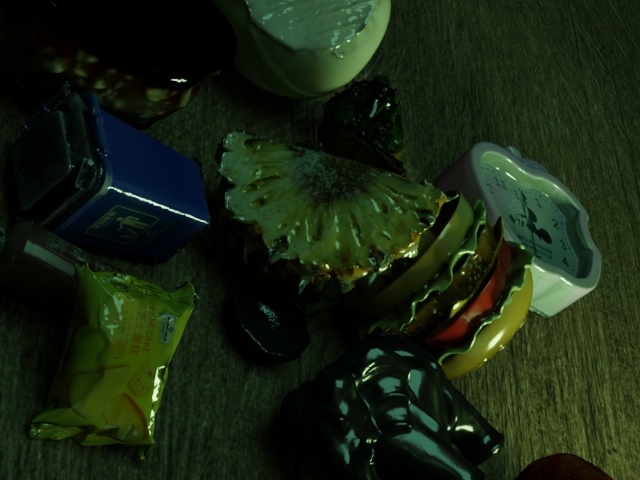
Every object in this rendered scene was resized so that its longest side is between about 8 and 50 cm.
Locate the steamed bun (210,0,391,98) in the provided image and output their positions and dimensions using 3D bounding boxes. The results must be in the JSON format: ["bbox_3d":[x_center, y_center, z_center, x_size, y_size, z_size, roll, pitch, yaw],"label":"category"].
[{"bbox_3d":[-0.038,-0.369,2.254,0.309,0.309,0.309,30,38,-27],"label":"steamed bun"}]

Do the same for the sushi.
[{"bbox_3d":[0.071,-0.184,2.254,0.149,0.140,0.287,39,22,-15],"label":"sushi"}]

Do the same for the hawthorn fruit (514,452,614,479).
[{"bbox_3d":[0.375,0.408,2.029,0.251,0.189,0.189,2,56,-56],"label":"hawthorn fruit"}]

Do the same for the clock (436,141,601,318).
[{"bbox_3d":[0.362,-0.027,2.507,0.338,0.102,0.338,31,37,-26],"label":"clock"}]

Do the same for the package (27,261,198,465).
[{"bbox_3d":[-0.237,0.142,1.602,0.168,0.090,0.226,17,87,-33],"label":"package"}]

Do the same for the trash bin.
[{"bbox_3d":[-0.269,-0.077,1.780,0.234,0.162,0.184,21,42,-44],"label":"trash bin"}]

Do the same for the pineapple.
[{"bbox_3d":[0.000,0.000,1.992,0.344,0.286,0.209,15,78,4],"label":"pineapple"}]

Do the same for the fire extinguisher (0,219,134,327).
[{"bbox_3d":[-0.317,0.048,1.658,0.269,0.105,0.104,30,38,-27],"label":"fire extinguisher"}]

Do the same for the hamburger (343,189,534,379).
[{"bbox_3d":[0.189,0.082,2.043,0.212,0.274,0.274,44,34,-11],"label":"hamburger"}]

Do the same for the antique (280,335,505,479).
[{"bbox_3d":[0.089,0.254,1.845,0.255,0.185,0.322,55,27,-2],"label":"antique"}]

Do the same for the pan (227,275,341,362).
[{"bbox_3d":[-0.050,0.123,1.926,0.202,0.048,0.128,16,47,-38],"label":"pan"}]

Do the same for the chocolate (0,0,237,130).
[{"bbox_3d":[-0.309,-0.270,1.873,0.340,0.210,0.225,25,48,-30],"label":"chocolate"}]
